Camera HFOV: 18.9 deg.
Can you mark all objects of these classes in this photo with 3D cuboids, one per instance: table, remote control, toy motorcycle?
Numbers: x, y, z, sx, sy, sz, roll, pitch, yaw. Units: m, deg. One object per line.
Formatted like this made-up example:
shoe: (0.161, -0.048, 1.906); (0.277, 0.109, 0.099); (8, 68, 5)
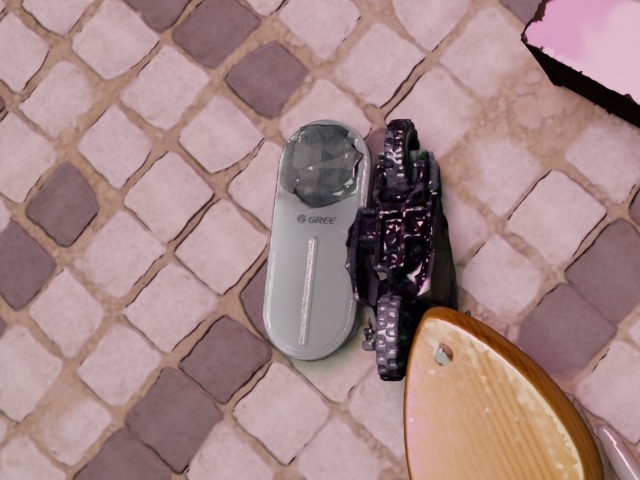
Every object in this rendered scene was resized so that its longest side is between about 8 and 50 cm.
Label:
table: (0.317, -0.203, 1.824); (0.169, 0.193, 0.172); (31, 91, 19)
remote control: (0.000, 0.000, 1.955); (0.104, 0.052, 0.247); (4, 83, 26)
toy motorcycle: (0.086, 0.021, 1.898); (0.106, 0.159, 0.270); (-3, 65, 17)

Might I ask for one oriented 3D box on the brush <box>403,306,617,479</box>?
brush: (0.172, 0.183, 1.813); (0.174, 0.166, 0.267); (-24, 82, 17)

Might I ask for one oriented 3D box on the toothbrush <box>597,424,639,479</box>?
toothbrush: (0.346, 0.307, 1.824); (0.025, 0.029, 0.307); (-36, 73, 17)
